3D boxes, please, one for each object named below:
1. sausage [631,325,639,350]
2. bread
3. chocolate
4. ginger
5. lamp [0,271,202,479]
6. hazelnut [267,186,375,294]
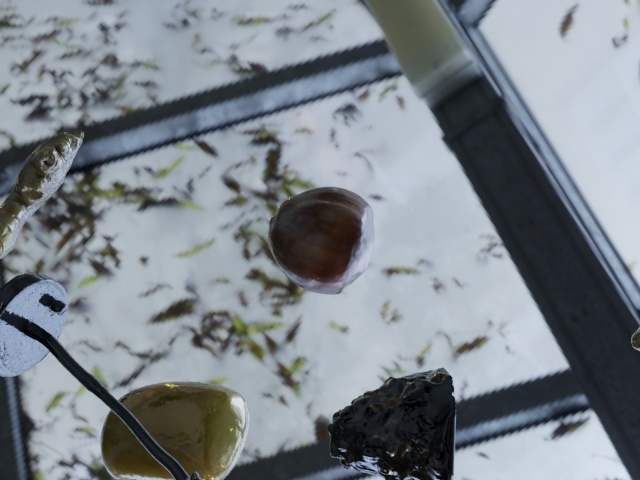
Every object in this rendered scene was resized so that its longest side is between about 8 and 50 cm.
[{"bbox_3d":[0.363,0.096,1.336,0.024,0.132,0.024,5,-78,25],"label":"sausage"},{"bbox_3d":[-0.201,0.251,1.624,0.217,0.098,0.147,-10,-130,34],"label":"bread"},{"bbox_3d":[0.074,0.212,1.334,0.133,0.156,0.156,-1,-126,-1],"label":"chocolate"},{"bbox_3d":[-0.405,-0.064,1.683,0.133,0.059,0.214,-42,-163,39],"label":"ginger"},{"bbox_3d":[-0.211,0.176,1.132,0.108,0.130,0.371,-34,-124,-13],"label":"lamp"},{"bbox_3d":[0.000,0.000,0.925,0.086,0.086,0.086,-18,-129,24],"label":"hazelnut"}]
